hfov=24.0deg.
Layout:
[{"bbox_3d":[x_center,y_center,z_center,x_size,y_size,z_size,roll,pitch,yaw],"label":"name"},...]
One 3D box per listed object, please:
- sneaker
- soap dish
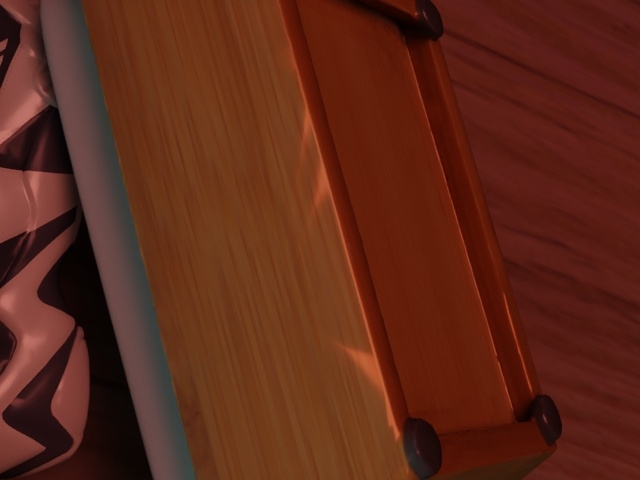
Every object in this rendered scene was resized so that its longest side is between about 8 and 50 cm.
[{"bbox_3d":[-0.187,-0.015,0.641,0.153,0.094,0.235,4,79,-40],"label":"sneaker"},{"bbox_3d":[0.000,0.000,0.687,0.229,0.118,0.291,8,64,-63],"label":"soap dish"}]
